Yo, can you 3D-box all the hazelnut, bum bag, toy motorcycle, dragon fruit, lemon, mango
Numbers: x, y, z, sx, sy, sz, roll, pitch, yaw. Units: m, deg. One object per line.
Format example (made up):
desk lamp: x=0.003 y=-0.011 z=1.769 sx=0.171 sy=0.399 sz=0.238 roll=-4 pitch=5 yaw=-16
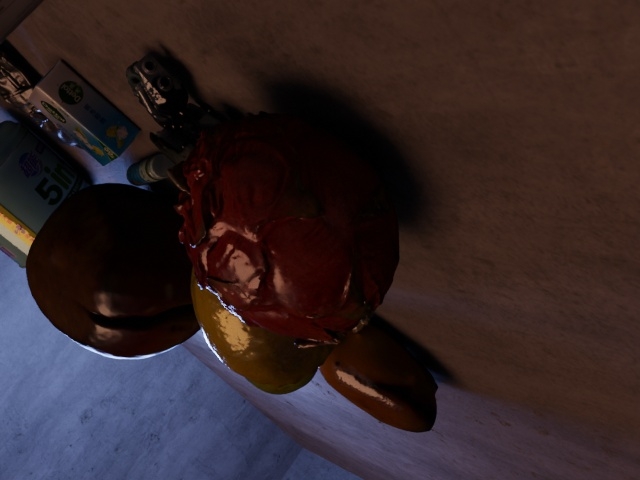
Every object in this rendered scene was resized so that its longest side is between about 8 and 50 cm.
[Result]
hazelnut: x=-0.430 y=0.053 z=1.791 sx=0.429 sy=0.402 sz=0.402 roll=9 pitch=148 yaw=43
bum bag: x=-0.595 y=-0.290 z=1.682 sx=0.137 sy=0.074 sz=0.310 roll=-2 pitch=140 yaw=47
toy motorcycle: x=-0.179 y=-0.164 z=1.193 sx=0.270 sy=0.106 sz=0.159 roll=48 pitch=157 yaw=-13
dragon fruit: x=-0.040 y=-0.014 z=1.047 sx=0.342 sy=0.277 sz=0.277 roll=34 pitch=162 yaw=-9
lemon: x=-0.100 y=0.104 z=1.463 sx=0.316 sy=0.285 sz=0.285 roll=60 pitch=159 yaw=-4
mango: x=0.121 y=0.270 z=1.632 sx=0.287 sy=0.152 sz=0.201 roll=35 pitch=151 yaw=-4

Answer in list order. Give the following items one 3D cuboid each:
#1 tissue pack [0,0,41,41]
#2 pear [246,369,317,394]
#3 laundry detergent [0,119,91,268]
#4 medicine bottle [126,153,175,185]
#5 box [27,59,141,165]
tissue pack: x=-0.486 y=-0.352 z=1.092 sx=0.185 sy=0.225 sz=0.124 roll=44 pitch=159 yaw=-21
pear: x=-0.099 y=0.259 z=1.911 sx=0.212 sy=0.212 sz=0.269 roll=38 pitch=170 yaw=-5
laundry detergent: x=-0.784 y=-0.131 z=2.058 sx=0.305 sy=0.287 sz=0.287 roll=46 pitch=159 yaw=-27
medicine bottle: x=-0.342 y=-0.141 z=1.621 sx=0.051 sy=0.051 sz=0.191 roll=43 pitch=160 yaw=-19
box: x=-0.454 y=-0.238 z=1.546 sx=0.194 sy=0.073 sz=0.139 roll=43 pitch=161 yaw=-18
